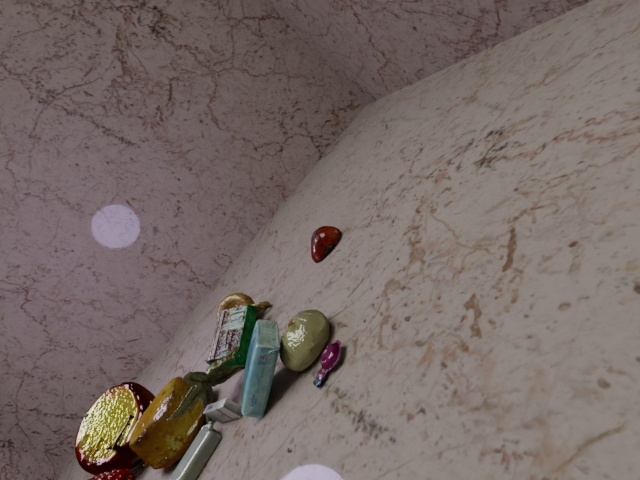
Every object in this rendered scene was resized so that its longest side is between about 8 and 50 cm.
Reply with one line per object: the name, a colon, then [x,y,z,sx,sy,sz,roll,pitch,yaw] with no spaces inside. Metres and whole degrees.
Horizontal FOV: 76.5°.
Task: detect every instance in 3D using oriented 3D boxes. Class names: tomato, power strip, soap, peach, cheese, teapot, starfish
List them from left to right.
peach: [-0.938,0.905,1.940,0.336,0.309,0.405,-5,44,11]
power strip: [-0.461,0.799,1.406,0.338,0.058,0.098,-57,19,-23]
starfish: [-0.424,0.528,1.524,0.078,0.357,0.347,25,63,28]
soap: [-0.384,0.418,1.798,0.218,0.098,0.273,-14,47,21]
teapot: [-0.385,0.360,2.005,0.312,0.203,0.167,-24,-20,12]
tomato: [0.000,0.000,1.889,0.189,0.099,0.173,-49,19,8]
cheese: [0.020,0.357,1.184,0.145,0.038,0.095,-60,17,-11]

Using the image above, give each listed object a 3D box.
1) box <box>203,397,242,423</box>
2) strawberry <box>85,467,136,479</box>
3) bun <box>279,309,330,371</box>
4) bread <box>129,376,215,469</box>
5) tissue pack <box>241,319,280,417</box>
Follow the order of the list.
box: [-0.350,0.618,1.469,0.154,0.084,0.040,-35,21,40]
strawberry: [-0.823,0.993,1.552,0.150,0.280,0.253,-29,17,43]
bun: [-0.068,0.315,1.341,0.222,0.128,0.222,-44,20,21]
bread: [-0.612,0.736,1.675,0.358,0.204,0.336,-46,22,6]
tissue pack: [-0.202,0.419,1.343,0.177,0.089,0.262,-113,37,-70]
